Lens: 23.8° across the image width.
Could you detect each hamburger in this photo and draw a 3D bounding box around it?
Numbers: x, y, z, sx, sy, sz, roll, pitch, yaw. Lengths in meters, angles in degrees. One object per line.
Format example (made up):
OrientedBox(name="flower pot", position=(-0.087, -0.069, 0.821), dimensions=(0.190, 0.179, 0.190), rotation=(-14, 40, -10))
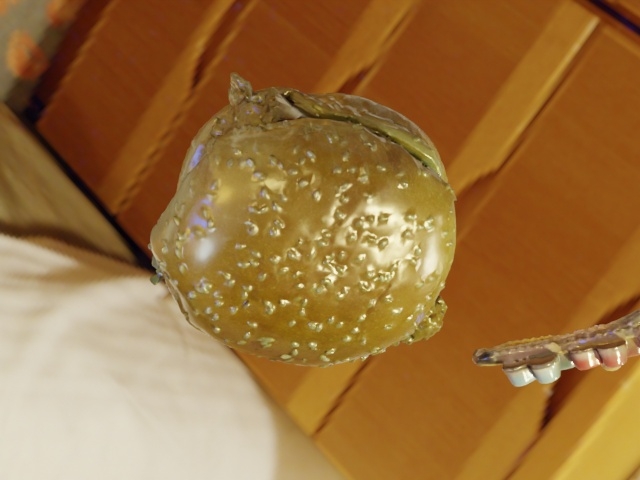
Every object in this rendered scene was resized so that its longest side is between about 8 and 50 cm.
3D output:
OrientedBox(name="hamburger", position=(0.000, 0.000, 1.006), dimensions=(0.215, 0.122, 0.189), rotation=(22, 121, -17))

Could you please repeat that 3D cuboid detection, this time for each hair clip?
OrientedBox(name="hair clip", position=(0.216, 0.072, 1.091), dimensions=(0.214, 0.056, 0.062), rotation=(-22, -174, 22))
